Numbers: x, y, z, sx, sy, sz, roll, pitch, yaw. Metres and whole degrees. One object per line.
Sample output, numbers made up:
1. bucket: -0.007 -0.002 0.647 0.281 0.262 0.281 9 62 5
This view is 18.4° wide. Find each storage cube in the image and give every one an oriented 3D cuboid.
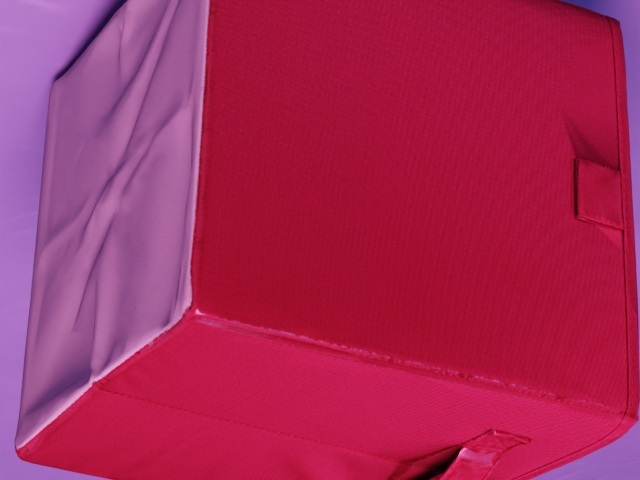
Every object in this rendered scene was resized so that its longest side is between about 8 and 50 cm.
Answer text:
1. storage cube: 0.000 0.000 0.821 0.193 0.215 0.184 15 151 -24
